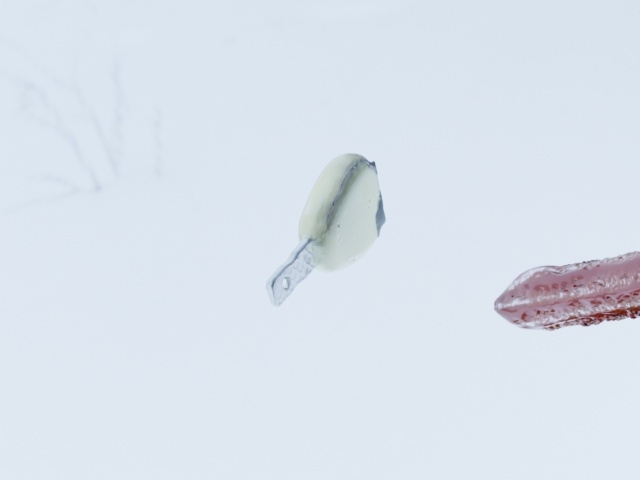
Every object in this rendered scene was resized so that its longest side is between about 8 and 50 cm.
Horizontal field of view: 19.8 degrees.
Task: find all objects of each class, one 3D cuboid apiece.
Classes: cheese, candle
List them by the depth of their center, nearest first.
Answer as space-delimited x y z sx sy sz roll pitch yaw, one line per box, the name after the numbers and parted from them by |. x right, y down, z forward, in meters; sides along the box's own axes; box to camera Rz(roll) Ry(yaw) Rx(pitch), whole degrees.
0.231 0.019 1.131 0.329 0.051 0.048 -14 38 48 | candle
0.000 0.000 2.125 0.054 0.127 0.251 4 31 29 | cheese
